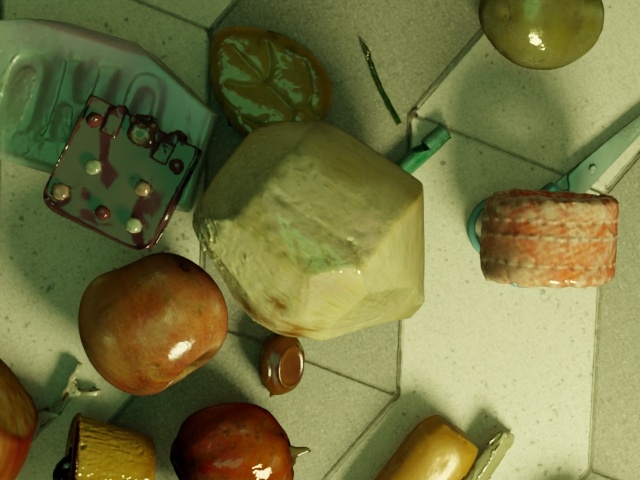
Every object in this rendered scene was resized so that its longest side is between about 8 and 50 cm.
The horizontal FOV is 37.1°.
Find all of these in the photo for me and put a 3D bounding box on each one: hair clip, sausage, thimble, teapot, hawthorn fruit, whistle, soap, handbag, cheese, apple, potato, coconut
[{"bbox_3d":[-0.498,0.324,1.752,0.226,0.034,0.072,-44,95,0],"label":"hair clip"},{"bbox_3d":[0.146,0.488,1.758,0.134,0.116,0.354,35,93,-23],"label":"sausage"},{"bbox_3d":[0.397,-0.003,1.660,0.239,0.239,0.162,1,97,-3],"label":"thimble"},{"bbox_3d":[-0.078,0.228,1.755,0.098,0.078,0.129,-18,111,-42],"label":"teapot"},{"bbox_3d":[-0.140,0.390,1.694,0.249,0.215,0.215,-5,93,-1],"label":"hawthorn fruit"},{"bbox_3d":[0.162,-0.141,1.765,0.186,0.039,0.039,-42,94,0],"label":"whistle"},{"bbox_3d":[-0.407,-0.231,1.670,0.446,0.156,0.261,17,93,-3],"label":"soap"},{"bbox_3d":[-0.325,-0.109,1.569,0.203,0.074,0.216,27,93,-6],"label":"handbag"},{"bbox_3d":[0.238,0.522,1.779,0.034,0.085,0.400,34,90,23],"label":"cheese"},{"bbox_3d":[-0.292,0.137,1.657,0.253,0.253,0.254,0,93,-3],"label":"apple"},{"bbox_3d":[0.398,-0.400,1.709,0.235,0.160,0.178,4,131,-17],"label":"potato"},{"bbox_3d":[0.000,0.000,1.592,0.415,0.415,0.345,37,111,-4],"label":"coconut"}]

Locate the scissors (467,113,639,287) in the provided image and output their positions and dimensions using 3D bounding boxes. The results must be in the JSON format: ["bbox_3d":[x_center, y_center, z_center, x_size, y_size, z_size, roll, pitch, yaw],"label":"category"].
[{"bbox_3d":[0.478,-0.107,1.787,0.447,0.029,0.192,-43,95,0],"label":"scissors"}]

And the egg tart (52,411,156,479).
[{"bbox_3d":[-0.386,0.413,1.688,0.170,0.215,0.215,6,93,-17],"label":"egg tart"}]

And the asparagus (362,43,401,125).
[{"bbox_3d":[0.111,-0.288,1.766,0.016,0.016,0.163,-23,94,24],"label":"asparagus"}]

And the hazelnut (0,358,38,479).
[{"bbox_3d":[-0.657,0.332,1.599,0.365,0.366,0.366,0,93,-3],"label":"hazelnut"}]

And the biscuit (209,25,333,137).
[{"bbox_3d":[-0.098,-0.283,1.740,0.203,0.041,0.260,-44,96,0],"label":"biscuit"}]
